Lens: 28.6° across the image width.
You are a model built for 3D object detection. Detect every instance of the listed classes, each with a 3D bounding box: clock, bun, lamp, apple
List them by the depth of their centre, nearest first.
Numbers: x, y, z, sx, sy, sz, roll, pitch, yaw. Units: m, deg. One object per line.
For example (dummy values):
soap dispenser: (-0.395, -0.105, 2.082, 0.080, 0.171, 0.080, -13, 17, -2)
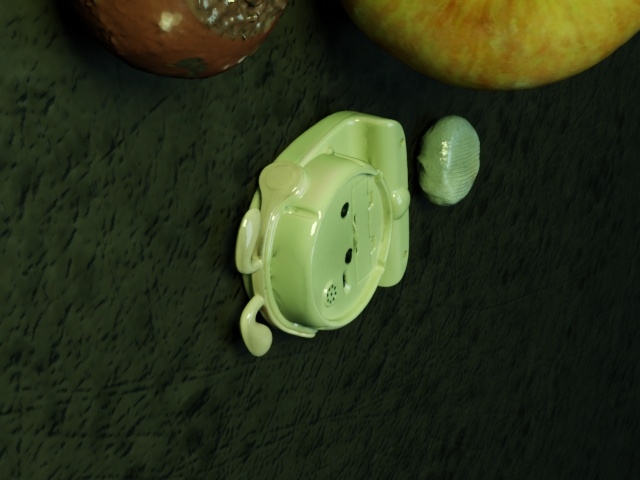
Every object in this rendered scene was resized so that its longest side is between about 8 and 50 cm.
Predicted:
lamp: (-0.064, -0.163, 0.678, 0.156, 0.134, 0.157, -21, 123, -56)
apple: (0.128, -0.234, 0.873, 0.264, 0.264, 0.264, -35, 132, -50)
clock: (0.000, 0.000, 0.947, 0.191, 0.062, 0.152, -40, 136, -46)
bun: (0.112, -0.073, 1.131, 0.083, 0.045, 0.083, -28, 124, -54)
